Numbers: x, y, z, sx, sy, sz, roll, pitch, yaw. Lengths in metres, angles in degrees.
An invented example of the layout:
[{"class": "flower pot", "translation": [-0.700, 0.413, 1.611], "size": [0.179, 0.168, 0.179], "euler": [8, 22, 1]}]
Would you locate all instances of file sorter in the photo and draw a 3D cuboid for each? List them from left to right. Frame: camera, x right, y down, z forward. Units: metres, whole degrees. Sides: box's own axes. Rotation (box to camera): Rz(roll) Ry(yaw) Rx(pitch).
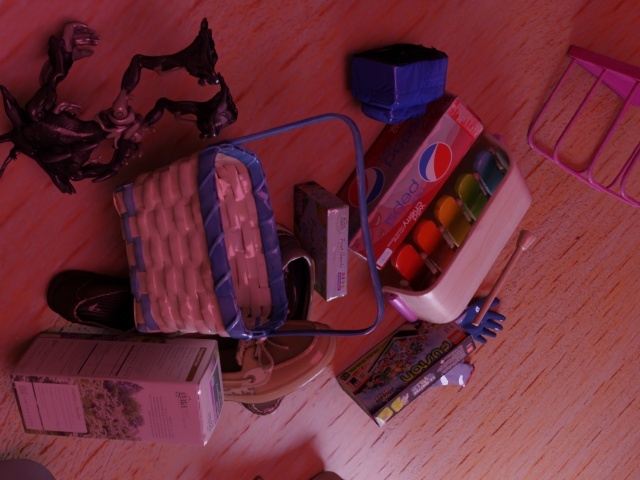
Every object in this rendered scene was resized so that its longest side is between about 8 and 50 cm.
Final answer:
[{"class": "file sorter", "translation": [0.506, -0.150, 1.265], "size": [0.202, 0.291, 0.182], "euler": [21, 103, -38]}]

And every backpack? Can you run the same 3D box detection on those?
[{"class": "backpack", "translation": [0.111, -0.218, 1.101], "size": [0.120, 0.098, 0.101], "euler": [-24, 128, -36]}]

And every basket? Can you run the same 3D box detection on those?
[{"class": "basket", "translation": [-0.080, -0.007, 0.946], "size": [0.201, 0.289, 0.254], "euler": [-12, 96, -71]}]

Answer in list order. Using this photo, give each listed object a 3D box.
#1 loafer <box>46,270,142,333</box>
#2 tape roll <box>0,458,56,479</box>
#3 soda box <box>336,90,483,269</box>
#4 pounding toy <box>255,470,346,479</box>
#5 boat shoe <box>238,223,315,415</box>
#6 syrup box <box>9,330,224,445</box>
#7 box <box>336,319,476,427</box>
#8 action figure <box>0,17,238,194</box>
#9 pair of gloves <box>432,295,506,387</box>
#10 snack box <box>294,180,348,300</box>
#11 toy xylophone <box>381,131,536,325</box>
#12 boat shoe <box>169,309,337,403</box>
[{"class": "loafer", "translation": [-0.237, 0.092, 1.039], "size": [0.220, 0.078, 0.080], "euler": [4, 110, -34]}, {"class": "tape roll", "translation": [-0.409, 0.375, 0.978], "size": [0.219, 0.219, 0.072], "euler": [-29, 126, -18]}, {"class": "soda box", "translation": [0.116, -0.095, 1.164], "size": [0.083, 0.092, 0.263], "euler": [35, 92, -39]}, {"class": "pounding toy", "translation": [-0.037, 0.473, 1.307], "size": [0.270, 0.154, 0.154], "euler": [-27, 125, -20]}, {"class": "boat shoe", "translation": [-0.070, 0.131, 1.157], "size": [0.109, 0.091, 0.304], "euler": [-6, 116, -30]}, {"class": "syrup box", "translation": [-0.245, 0.180, 0.990], "size": [0.237, 0.096, 0.093], "euler": [1, 118, 7]}, {"class": "box", "translation": [0.140, 0.200, 1.312], "size": [0.207, 0.114, 0.036], "euler": [-37, 128, -13]}, {"class": "action figure", "translation": [-0.237, -0.147, 0.890], "size": [0.276, 0.141, 0.164], "euler": [-15, 133, 4]}, {"class": "pair of gloves", "translation": [0.248, 0.179, 1.431], "size": [0.159, 0.023, 0.198], "euler": [23, 100, -40]}, {"class": "snack box", "translation": [0.000, 0.000, 1.132], "size": [0.037, 0.100, 0.141], "euler": [-14, 119, -27]}, {"class": "toy xylophone", "translation": [0.235, 0.006, 1.266], "size": [0.322, 0.081, 0.236], "euler": [-51, 142, -15]}, {"class": "boat shoe", "translation": [-0.118, 0.156, 1.059], "size": [0.285, 0.104, 0.089], "euler": [-18, 129, 17]}]
